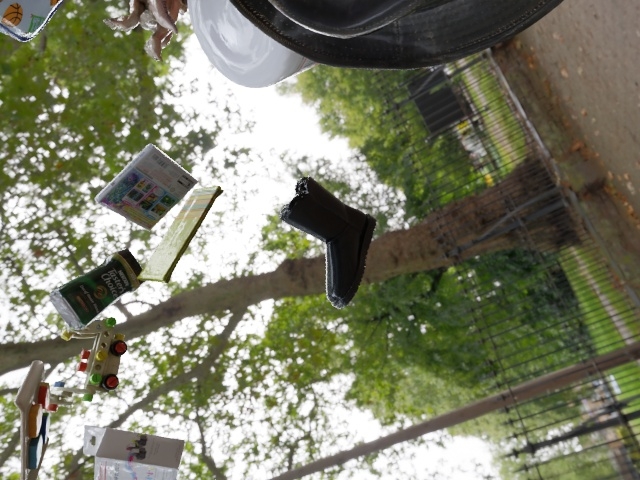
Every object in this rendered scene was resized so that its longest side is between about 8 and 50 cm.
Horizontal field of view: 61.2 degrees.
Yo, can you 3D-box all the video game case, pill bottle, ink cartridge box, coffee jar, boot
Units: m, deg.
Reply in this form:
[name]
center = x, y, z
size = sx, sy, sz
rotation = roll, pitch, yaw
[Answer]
[video game case]
center = -0.324, -0.096, 1.027
size = 0.019, 0.143, 0.157
rotation = 45, 180, 26
[pill bottle]
center = -0.015, -0.438, 0.969
size = 0.408, 0.229, 0.229
rotation = -39, -77, -41
[ink cartridge box]
center = -0.346, 0.400, 0.980
size = 0.182, 0.104, 0.061
rotation = 13, -144, -8
[coffee jar]
center = -0.452, 0.095, 1.121
size = 0.184, 0.079, 0.096
rotation = -43, -72, -44
[boot]
center = 0.000, 0.000, 1.166
size = 0.207, 0.094, 0.246
rotation = 29, -119, -17

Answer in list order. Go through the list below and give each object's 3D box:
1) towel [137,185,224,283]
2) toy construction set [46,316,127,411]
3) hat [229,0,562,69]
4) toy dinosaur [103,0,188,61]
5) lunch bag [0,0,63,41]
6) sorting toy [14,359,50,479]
[towel]
center = -0.287, -0.015, 1.118
size = 0.021, 0.102, 0.237
rotation = 46, -122, -36
[toy construction set]
center = -0.694, 0.344, 1.581
size = 0.215, 0.151, 0.327
rotation = 22, -107, -30
[hat]
center = 0.043, -0.227, 0.359
size = 0.331, 0.332, 0.133
rotation = 50, -145, -31
[toy dinosaur]
center = -0.314, -0.474, 1.066
size = 0.127, 0.200, 0.296
rotation = 35, -178, -28
[lunch bag]
center = -0.434, -0.427, 0.737
size = 0.115, 0.243, 0.303
rotation = 35, 179, -1
[sorting toy]
center = -0.612, 0.391, 1.169
size = 0.193, 0.038, 0.208
rotation = -136, 47, -68
